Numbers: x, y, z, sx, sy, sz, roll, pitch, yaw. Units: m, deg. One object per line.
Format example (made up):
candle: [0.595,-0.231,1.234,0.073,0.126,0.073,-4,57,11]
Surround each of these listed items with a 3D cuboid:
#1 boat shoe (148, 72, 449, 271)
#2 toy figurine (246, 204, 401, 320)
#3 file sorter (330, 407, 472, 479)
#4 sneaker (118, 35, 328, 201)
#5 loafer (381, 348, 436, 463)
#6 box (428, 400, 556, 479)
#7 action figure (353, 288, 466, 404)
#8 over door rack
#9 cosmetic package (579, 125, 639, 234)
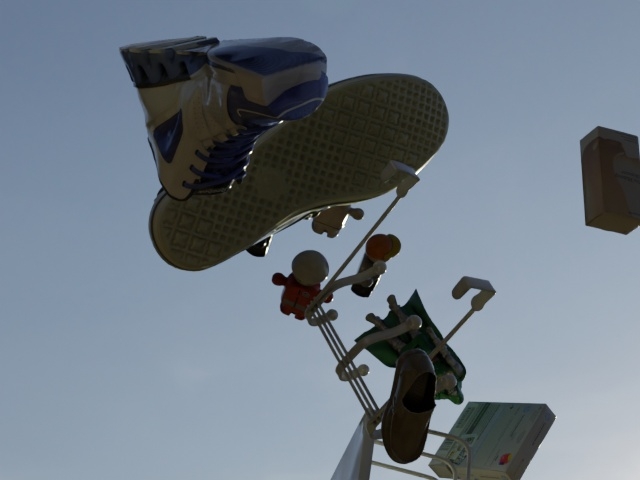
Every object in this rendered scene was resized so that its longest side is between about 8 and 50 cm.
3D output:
boat shoe: [-0.038,-0.111,2.016,0.500,0.186,0.156,-28,14,-16]
toy figurine: [0.000,0.000,2.187,0.210,0.213,0.148,-15,-31,-26]
file sorter: [0.107,0.427,2.100,0.173,0.192,0.277,15,-39,-5]
sneaker: [-0.104,-0.133,1.532,0.127,0.182,0.316,-19,21,-35]
loafer: [0.108,0.206,1.639,0.056,0.148,0.050,-1,16,-16]
box: [0.283,0.332,2.245,0.038,0.145,0.186,49,-30,-22]
action figure: [0.164,0.186,2.210,0.137,0.232,0.063,-43,-38,1]
over door rack: [0.117,0.088,1.890,0.108,0.239,0.324,-2,-43,-35]
cosmetic package: [0.337,-0.069,1.567,0.060,0.115,0.041,11,-28,-21]
